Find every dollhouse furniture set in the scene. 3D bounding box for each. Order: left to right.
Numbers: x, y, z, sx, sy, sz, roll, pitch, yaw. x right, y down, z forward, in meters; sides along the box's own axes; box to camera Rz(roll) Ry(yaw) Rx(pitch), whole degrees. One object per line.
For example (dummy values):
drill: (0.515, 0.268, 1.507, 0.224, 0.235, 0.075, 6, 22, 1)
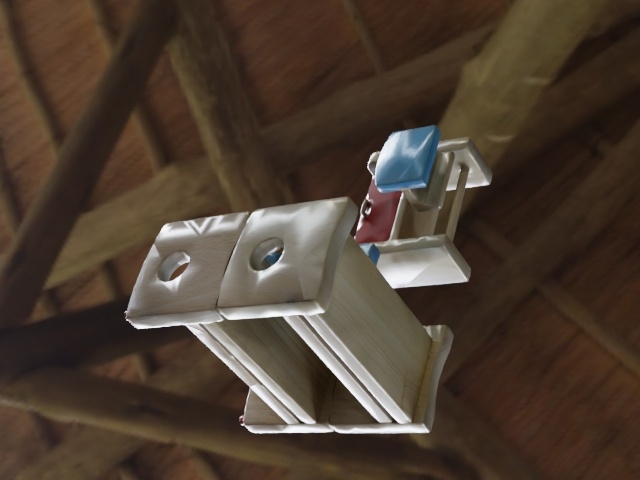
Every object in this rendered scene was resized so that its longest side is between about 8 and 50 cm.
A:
dollhouse furniture set: (0.000, 0.000, 0.680, 0.128, 0.184, 0.129, -7, -40, 33)
